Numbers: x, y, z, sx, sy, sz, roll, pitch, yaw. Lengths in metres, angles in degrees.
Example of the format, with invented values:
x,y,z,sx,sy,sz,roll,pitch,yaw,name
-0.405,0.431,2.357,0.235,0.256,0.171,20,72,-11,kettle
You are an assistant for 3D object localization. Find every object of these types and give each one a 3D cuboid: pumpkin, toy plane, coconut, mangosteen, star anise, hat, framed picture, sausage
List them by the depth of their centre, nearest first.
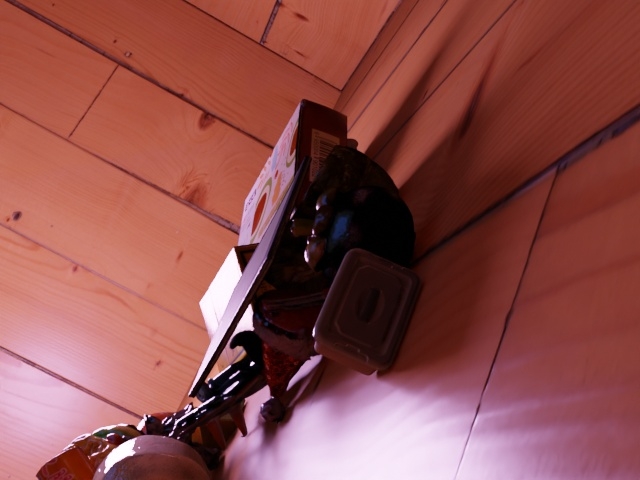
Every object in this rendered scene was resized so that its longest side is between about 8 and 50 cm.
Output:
x,y,z,sx,sy,sz,roll,pitch,yaw,name
0.039,-0.005,0.908,0.137,0.151,0.137,14,-90,-87,mangosteen
-0.045,0.171,1.102,0.140,0.129,0.227,-22,-46,-49,hat
-0.110,0.058,1.178,0.347,0.016,0.265,-58,10,38,framed picture
0.000,0.000,1.216,0.317,0.139,0.221,-49,11,55,pumpkin
-0.275,0.432,1.234,0.224,0.224,0.234,-63,9,-17,coconut
-0.129,0.236,1.256,0.223,0.104,0.326,-23,-26,-45,toy plane
-0.378,0.511,1.319,0.093,0.312,0.093,-37,-19,-15,sausage
-0.282,0.433,1.414,0.099,0.214,0.220,-17,83,55,star anise

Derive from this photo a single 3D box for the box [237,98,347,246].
x,y,z,sx,sy,sz,roll,pitch,yaw,name
-0.072,-0.064,1.715,0.385,0.122,0.344,125,155,-45,box

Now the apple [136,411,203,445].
x,y,z,sx,sy,sz,roll,pitch,yaw,name
-0.326,0.465,1.603,0.199,0.199,0.199,-60,7,13,apple

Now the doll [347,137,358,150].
x,y,z,sx,sy,sz,roll,pitch,yaw,name
0.048,-0.187,1.810,0.152,0.086,0.114,-45,58,58,doll

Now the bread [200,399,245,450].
x,y,z,sx,sy,sz,roll,pitch,yaw,name
-0.198,0.400,1.560,0.074,0.084,0.139,-75,-16,-60,bread

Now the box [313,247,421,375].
x,y,z,sx,sy,sz,roll,pitch,yaw,name
0.046,0.081,0.803,0.062,0.089,0.122,110,-175,-59,box

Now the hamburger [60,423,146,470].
x,y,z,sx,sy,sz,roll,pitch,yaw,name
-0.432,0.484,1.477,0.149,0.237,0.237,-7,-45,-56,hamburger

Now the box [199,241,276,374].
x,y,z,sx,sy,sz,roll,pitch,yaw,name
-0.157,0.154,1.545,0.301,0.084,0.192,-50,53,56,box
